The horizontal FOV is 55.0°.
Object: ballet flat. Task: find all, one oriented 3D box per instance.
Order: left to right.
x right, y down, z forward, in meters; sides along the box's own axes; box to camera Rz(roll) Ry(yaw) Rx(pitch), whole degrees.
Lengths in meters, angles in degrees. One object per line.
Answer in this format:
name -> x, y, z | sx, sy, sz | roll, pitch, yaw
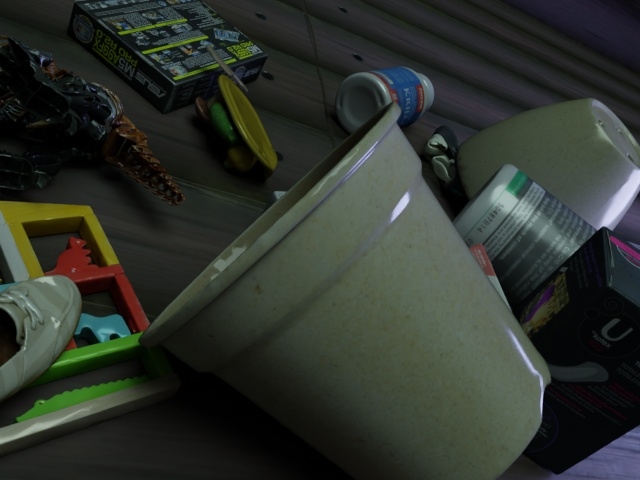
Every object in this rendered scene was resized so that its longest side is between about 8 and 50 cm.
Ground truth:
ballet flat -> 0.248, -0.167, 1.233 | 0.074, 0.074, 0.203 | 12, 45, -27

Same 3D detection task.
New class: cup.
cup -> 0.459, -0.127, 1.159 | 0.331, 0.237, 0.331 | 27, 43, -28

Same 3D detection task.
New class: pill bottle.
pill bottle -> 0.138, -0.281, 1.226 | 0.124, 0.124, 0.221 | 46, 39, 14
pill bottle -> 0.364, 0.066, 0.952 | 0.361, 0.204, 0.204 | 40, 37, 7

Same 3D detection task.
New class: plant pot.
plant pot -> 0.050, 0.087, 0.620 | 0.305, 0.334, 0.334 | 47, 36, -7

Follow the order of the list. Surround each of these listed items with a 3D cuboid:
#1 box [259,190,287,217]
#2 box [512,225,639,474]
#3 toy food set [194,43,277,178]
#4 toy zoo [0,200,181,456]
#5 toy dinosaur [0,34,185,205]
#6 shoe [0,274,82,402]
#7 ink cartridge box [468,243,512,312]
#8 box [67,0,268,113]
box -> 0.000, 0.000, 0.857 | 0.137, 0.072, 0.126 | -1, 49, -37
box -> 0.333, 0.145, 0.786 | 0.165, 0.270, 0.143 | 35, 37, -1
toy food set -> -0.141, -0.181, 0.959 | 0.128, 0.071, 0.218 | 38, 25, -61
toy zoo -> -0.287, 0.055, 0.613 | 0.192, 0.030, 0.293 | -9, 55, -43
toy dinosaur -> -0.305, -0.155, 0.742 | 0.322, 0.164, 0.218 | 15, 17, 8
shoe -> -0.270, 0.093, 0.508 | 0.076, 0.058, 0.219 | 34, 38, -3
ink cartridge box -> 0.144, 0.099, 0.809 | 0.067, 0.198, 0.115 | 53, 19, -43
box -> -0.248, -0.334, 1.045 | 0.216, 0.060, 0.270 | 40, 38, 6
